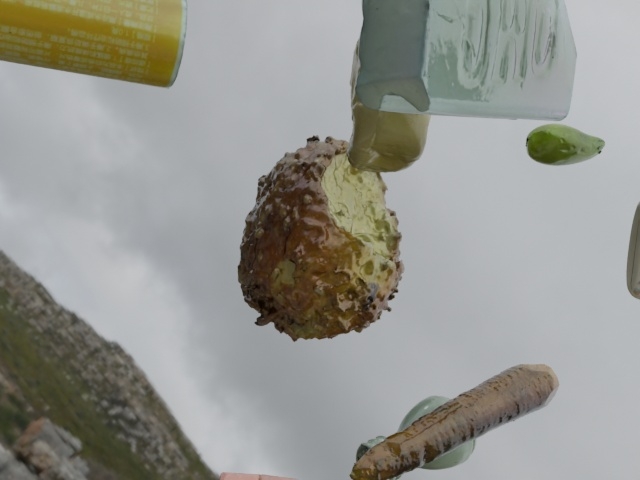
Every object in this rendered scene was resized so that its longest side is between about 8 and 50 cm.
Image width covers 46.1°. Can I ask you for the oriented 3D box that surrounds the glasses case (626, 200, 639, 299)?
[{"bbox_3d":[0.633,0.016,1.445,0.081,0.204,0.051,13,-8,-23],"label":"glasses case"}]

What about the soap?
[{"bbox_3d":[0.170,-0.220,0.817,0.095,0.289,0.172,14,-76,45],"label":"soap"}]

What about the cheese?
[{"bbox_3d":[0.096,-0.216,1.143,0.226,0.117,0.214,119,-29,-76],"label":"cheese"}]

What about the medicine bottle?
[{"bbox_3d":[-0.190,-0.137,0.436,0.074,0.218,0.074,-174,-90,-67],"label":"medicine bottle"}]

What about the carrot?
[{"bbox_3d":[0.168,0.229,0.945,0.066,0.314,0.066,47,-33,44],"label":"carrot"}]

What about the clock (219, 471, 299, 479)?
[{"bbox_3d":[-0.037,0.273,0.419,0.106,0.220,0.255,5,-54,0],"label":"clock"}]

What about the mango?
[{"bbox_3d":[0.487,-0.186,1.495,0.091,0.165,0.074,116,-25,-65],"label":"mango"}]

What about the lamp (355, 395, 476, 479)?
[{"bbox_3d":[0.137,0.287,1.065,0.106,0.193,0.106,25,-59,48],"label":"lamp"}]

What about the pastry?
[{"bbox_3d":[-0.008,0.016,1.463,0.337,0.292,0.405,-39,-134,34],"label":"pastry"}]
